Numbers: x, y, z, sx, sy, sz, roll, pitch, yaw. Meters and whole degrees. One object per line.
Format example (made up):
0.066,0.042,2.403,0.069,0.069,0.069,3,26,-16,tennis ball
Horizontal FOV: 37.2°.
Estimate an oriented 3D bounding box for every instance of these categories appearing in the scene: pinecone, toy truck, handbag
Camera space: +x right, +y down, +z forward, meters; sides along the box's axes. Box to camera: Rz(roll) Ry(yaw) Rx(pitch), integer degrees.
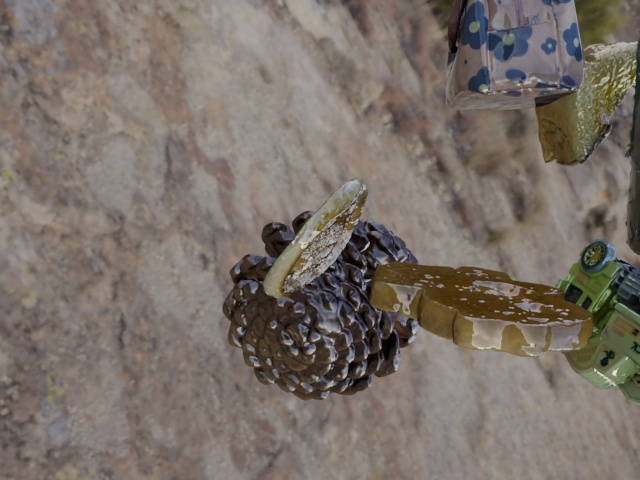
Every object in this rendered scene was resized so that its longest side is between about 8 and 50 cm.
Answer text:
0.018,0.076,1.231,0.246,0.246,0.292,66,26,2,pinecone
0.281,0.086,0.840,0.085,0.116,0.191,34,5,-27,toy truck
0.278,-0.297,1.421,0.251,0.190,0.193,-82,171,-87,handbag

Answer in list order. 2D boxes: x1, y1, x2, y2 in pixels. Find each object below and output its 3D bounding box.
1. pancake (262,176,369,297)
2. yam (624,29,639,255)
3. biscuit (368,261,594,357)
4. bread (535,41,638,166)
0.000,0.000,0.965,0.028,0.158,0.158,41,16,13,pancake
0.577,-0.141,1.424,0.241,0.241,0.348,-55,147,-68,yam
0.139,0.059,0.820,0.249,0.184,0.035,-151,-115,-71,biscuit
0.436,-0.256,1.609,0.133,0.251,0.174,34,2,-20,bread
